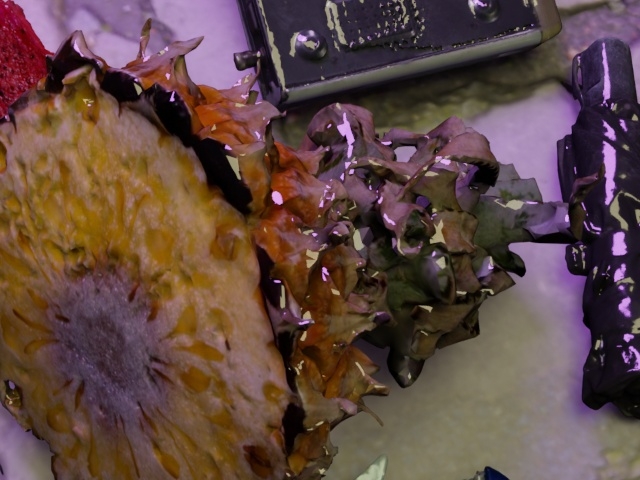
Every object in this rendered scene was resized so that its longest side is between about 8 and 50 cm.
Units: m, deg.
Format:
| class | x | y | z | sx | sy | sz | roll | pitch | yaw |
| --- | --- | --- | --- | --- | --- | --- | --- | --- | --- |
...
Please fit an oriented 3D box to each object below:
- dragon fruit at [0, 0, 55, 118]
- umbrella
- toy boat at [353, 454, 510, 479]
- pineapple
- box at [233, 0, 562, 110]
| class | x | y | z | sx | sy | sz | roll | pitch | yaw |
| --- | --- | --- | --- | --- | --- | --- | --- | --- | --- |
| dragon fruit | -0.207 | -0.054 | 0.818 | 0.111 | 0.153 | 0.153 | -28 | 64 | 26 |
| umbrella | 0.177 | -0.013 | 0.872 | 0.066 | 0.059 | 0.235 | 15 | 59 | -27 |
| toy boat | 0.016 | 0.179 | 0.751 | 0.292 | 0.070 | 0.210 | 34 | 57 | 15 |
| pineapple | 0.000 | 0.000 | 0.759 | 0.272 | 0.262 | 0.262 | -20 | 67 | -41 |
| box | 0.018 | -0.226 | 0.897 | 0.211 | 0.045 | 0.270 | -14 | 89 | -18 |
